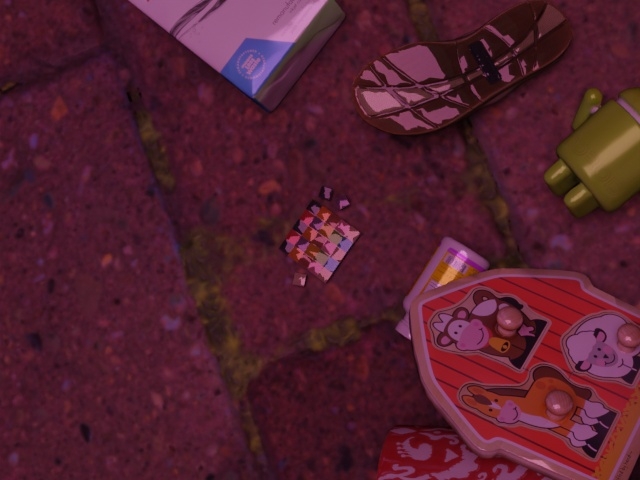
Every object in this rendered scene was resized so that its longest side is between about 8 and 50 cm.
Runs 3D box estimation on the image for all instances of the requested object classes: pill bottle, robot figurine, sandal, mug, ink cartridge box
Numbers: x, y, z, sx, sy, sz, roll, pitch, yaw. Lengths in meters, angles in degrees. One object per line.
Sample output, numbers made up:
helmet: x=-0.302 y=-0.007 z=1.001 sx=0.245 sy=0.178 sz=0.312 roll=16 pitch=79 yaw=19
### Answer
pill bottle: x=0.092 y=0.041 z=1.133 sx=0.043 sy=0.043 sz=0.083 roll=33 pitch=92 yaw=15
robot figurine: x=0.224 y=-0.068 z=1.101 sx=0.115 sy=0.067 sz=0.101 roll=-41 pitch=64 yaw=6
sandal: x=0.112 y=-0.132 z=1.151 sx=0.180 sy=0.049 sz=0.072 roll=-25 pitch=84 yaw=-5
mug: x=0.130 y=0.206 z=1.072 sx=0.169 sy=0.113 sz=0.150 roll=4 pitch=83 yaw=18
ink cartridge box: x=-0.083 y=-0.201 z=1.196 sx=0.180 sy=0.060 sz=0.104 roll=39 pitch=94 yaw=15

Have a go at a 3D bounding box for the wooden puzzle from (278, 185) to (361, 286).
wooden puzzle: x=0.000 y=0.000 z=1.179 sx=0.049 sy=0.006 sz=0.083 roll=36 pitch=92 yaw=15

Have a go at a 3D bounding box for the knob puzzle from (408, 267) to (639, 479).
knob puzzle: x=0.153 y=0.080 z=1.053 sx=0.213 sy=0.030 sz=0.213 roll=3 pitch=47 yaw=-3
